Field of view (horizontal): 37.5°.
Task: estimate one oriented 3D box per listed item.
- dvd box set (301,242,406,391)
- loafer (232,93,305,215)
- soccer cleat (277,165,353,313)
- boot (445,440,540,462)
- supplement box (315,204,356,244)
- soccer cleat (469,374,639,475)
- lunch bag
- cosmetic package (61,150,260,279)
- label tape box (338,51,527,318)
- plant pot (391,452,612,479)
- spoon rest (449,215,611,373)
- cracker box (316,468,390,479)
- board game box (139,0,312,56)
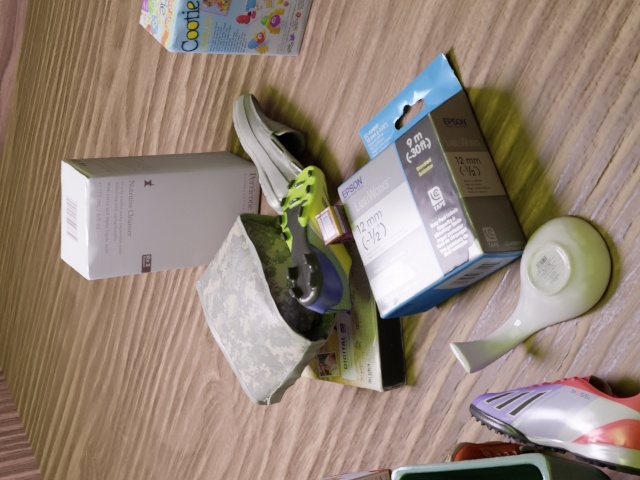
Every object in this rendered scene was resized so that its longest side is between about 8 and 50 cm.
[{"bbox_3d":[-0.005,0.110,1.779,0.420,0.062,0.308,-3,92,55],"label":"dvd box set"},{"bbox_3d":[-0.081,-0.177,1.825,0.111,0.112,0.319,-34,56,11],"label":"loafer"},{"bbox_3d":[-0.001,0.001,1.623,0.093,0.121,0.289,-37,44,37],"label":"soccer cleat"},{"bbox_3d":[0.250,0.320,1.368,0.084,0.157,0.059,-9,85,47],"label":"boot"},{"bbox_3d":[0.040,-0.027,1.569,0.043,0.083,0.055,-37,66,43],"label":"supplement box"},{"bbox_3d":[0.337,0.235,1.296,0.318,0.108,0.117,4,77,57],"label":"soccer cleat"},{"bbox_3d":[-0.084,0.127,1.694,0.235,0.168,0.287,-53,49,44],"label":"lunch bag"},{"bbox_3d":[-0.323,-0.059,1.927,0.156,0.384,0.217,27,119,51],"label":"cosmetic package"},{"bbox_3d":[0.149,-0.085,1.482,0.249,0.115,0.348,-38,66,47],"label":"label tape box"},{"bbox_3d":[0.271,0.408,1.217,0.247,0.252,0.247,-19,68,43],"label":"plant pot"},{"bbox_3d":[0.302,0.082,1.342,0.276,0.084,0.137,-50,55,29],"label":"spoon rest"},{"bbox_3d":[-0.005,0.466,1.682,0.155,0.232,0.067,-26,73,53],"label":"cracker box"},{"bbox_3d":[-0.173,-0.438,1.751,0.142,0.275,0.144,45,129,42],"label":"board game box"}]
